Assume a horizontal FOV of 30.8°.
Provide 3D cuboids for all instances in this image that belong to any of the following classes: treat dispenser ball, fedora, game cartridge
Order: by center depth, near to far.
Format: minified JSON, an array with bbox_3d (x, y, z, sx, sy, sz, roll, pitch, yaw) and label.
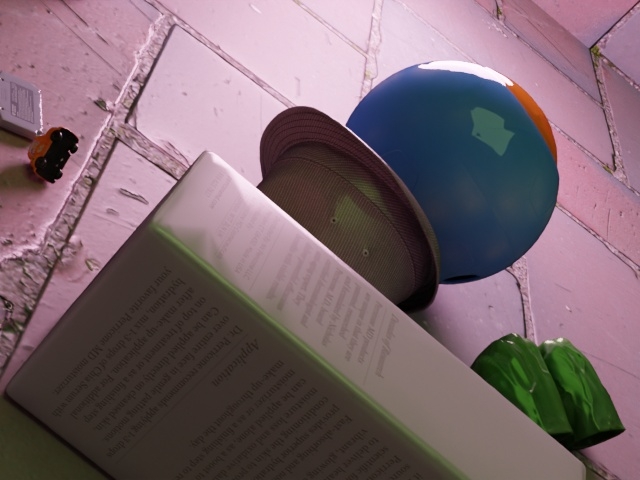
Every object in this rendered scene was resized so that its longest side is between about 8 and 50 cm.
[{"bbox_3d":[-0.321,-0.143,1.227,0.056,0.017,0.083,27,33,-35],"label":"game cartridge"},{"bbox_3d":[0.000,0.000,1.294,0.275,0.244,0.124,51,57,-8],"label":"fedora"},{"bbox_3d":[0.161,-0.087,1.494,0.288,0.288,0.288,32,31,-22],"label":"treat dispenser ball"}]

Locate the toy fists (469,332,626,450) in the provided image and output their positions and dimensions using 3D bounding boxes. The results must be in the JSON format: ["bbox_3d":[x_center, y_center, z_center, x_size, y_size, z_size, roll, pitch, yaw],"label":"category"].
[{"bbox_3d":[0.281,0.196,1.486,0.279,0.096,0.142,9,55,-49],"label":"toy fists"}]

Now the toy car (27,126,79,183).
[{"bbox_3d":[-0.299,-0.094,1.156,0.041,0.060,0.122,24,9,32],"label":"toy car"}]

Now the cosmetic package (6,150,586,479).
[{"bbox_3d":[-0.010,0.165,1.011,0.453,0.230,0.161,41,28,-9],"label":"cosmetic package"}]
